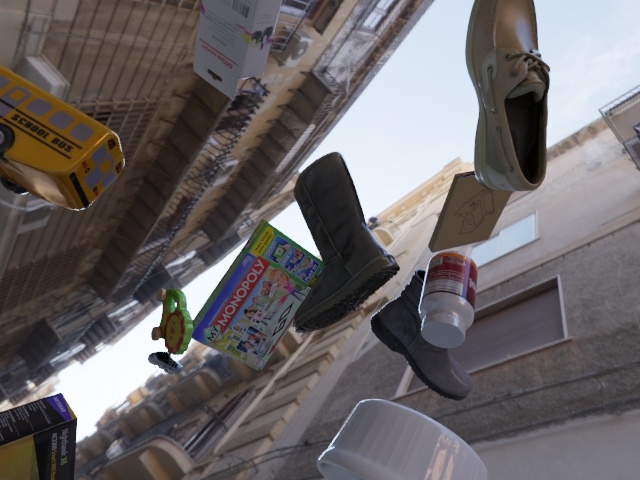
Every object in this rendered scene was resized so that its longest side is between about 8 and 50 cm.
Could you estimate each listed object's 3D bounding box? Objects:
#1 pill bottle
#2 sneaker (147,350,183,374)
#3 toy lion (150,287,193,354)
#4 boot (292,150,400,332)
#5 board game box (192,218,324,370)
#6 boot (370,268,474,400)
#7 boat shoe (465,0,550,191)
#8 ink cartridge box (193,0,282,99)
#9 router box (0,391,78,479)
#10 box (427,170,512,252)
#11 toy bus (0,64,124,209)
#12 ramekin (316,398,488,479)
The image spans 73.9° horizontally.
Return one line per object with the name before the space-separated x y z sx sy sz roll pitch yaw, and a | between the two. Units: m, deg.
pill bottle | 0.207 0.095 0.692 0.086 0.152 0.086 13 -46 14
sneaker | -0.390 0.313 1.095 0.098 0.038 0.069 33 -43 -27
toy lion | -0.229 0.127 0.671 0.096 0.034 0.100 -2 -100 45
boot | 0.000 0.001 0.606 0.189 0.076 0.208 -40 -119 18
board game box | -0.144 0.138 1.036 0.213 0.046 0.317 36 -95 -30
boot | 0.312 0.246 1.080 0.338 0.118 0.223 39 -61 -4
boat shoe | 0.276 -0.220 0.598 0.109 0.098 0.302 -6 -79 -15
ink cartridge box | -0.133 -0.330 0.667 0.104 0.061 0.181 39 -48 14
router box | -0.540 0.429 0.682 0.081 0.243 0.309 27 -67 35
box | 0.324 -0.065 0.902 0.201 0.164 0.021 98 -28 -43
toy bus | -0.466 -0.172 0.601 0.332 0.130 0.108 30 -28 0
ramekin | 0.143 0.397 0.727 0.277 0.135 0.277 25 -34 18
